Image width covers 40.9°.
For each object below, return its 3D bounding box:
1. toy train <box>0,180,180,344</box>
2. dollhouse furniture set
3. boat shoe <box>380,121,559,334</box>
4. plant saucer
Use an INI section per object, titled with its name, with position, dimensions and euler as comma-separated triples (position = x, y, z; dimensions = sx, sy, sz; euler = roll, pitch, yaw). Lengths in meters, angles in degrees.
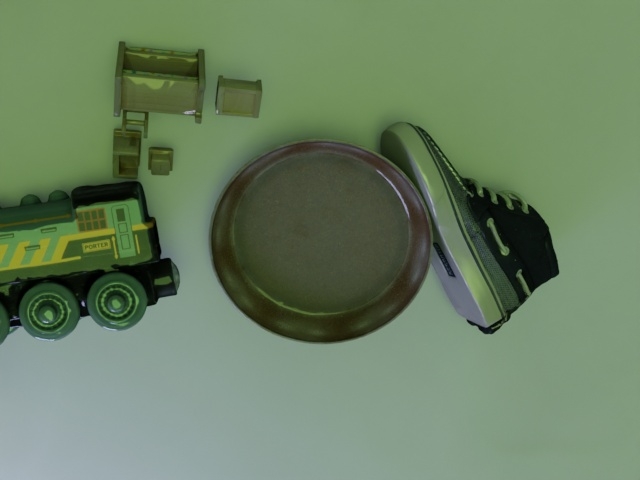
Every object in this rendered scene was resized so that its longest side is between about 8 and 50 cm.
[toy train]
position = -0.359, 0.031, 1.134
dimensions = 0.333, 0.142, 0.190
euler = -9, 96, -6
[dollhouse furniture set]
position = -0.181, -0.165, 1.141
dimensions = 0.181, 0.101, 0.161
euler = 4, 131, -12
[boat shoe]
position = 0.219, -0.044, 1.233
dimensions = 0.158, 0.127, 0.341
euler = -33, 112, -15
[plant saucer]
position = 0.000, 0.000, 1.202
dimensions = 0.310, 0.050, 0.311
euler = 0, 115, 0
